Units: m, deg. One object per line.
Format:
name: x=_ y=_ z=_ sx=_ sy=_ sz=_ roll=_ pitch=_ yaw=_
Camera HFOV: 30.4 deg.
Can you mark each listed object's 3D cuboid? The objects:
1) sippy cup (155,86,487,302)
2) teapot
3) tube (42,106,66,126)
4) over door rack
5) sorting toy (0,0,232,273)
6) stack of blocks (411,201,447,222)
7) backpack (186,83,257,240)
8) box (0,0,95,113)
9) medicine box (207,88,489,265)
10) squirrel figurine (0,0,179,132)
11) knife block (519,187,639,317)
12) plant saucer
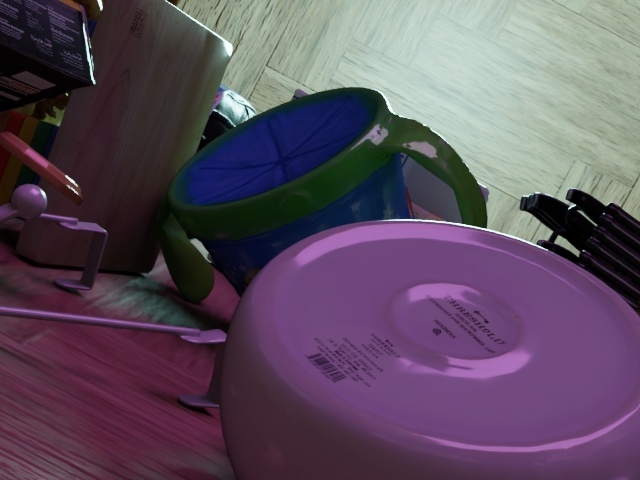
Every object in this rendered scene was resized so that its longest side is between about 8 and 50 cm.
sippy cup: x=0.000 y=0.000 z=1.162 sx=0.305 sy=0.240 sz=0.224 roll=19 pitch=-40 yaw=58
teapot: x=0.062 y=0.120 z=0.642 sx=0.252 sy=0.187 sz=0.256 roll=10 pitch=30 yaw=5
tube: x=-0.352 y=-0.192 z=1.567 sx=0.070 sy=0.240 sz=0.062 roll=49 pitch=25 yaw=-11
over door rack: x=-0.226 y=-0.013 z=0.819 sx=0.324 sy=0.108 sz=0.239 roll=25 pitch=6 yaw=-42
sorting toy: x=-0.206 y=-0.107 z=1.136 sx=0.089 sy=0.257 sz=0.255 roll=21 pitch=2 yaw=15
stack of blocks: x=0.204 y=0.079 z=1.306 sx=0.171 sy=0.087 sz=0.297 roll=36 pitch=1 yaw=-35
backpack: x=-0.198 y=-0.118 z=1.519 sx=0.191 sy=0.225 sz=0.253 roll=27 pitch=2 yaw=2
box: x=-0.357 y=-0.148 z=0.842 sx=0.257 sy=0.079 sz=0.322 roll=-15 pitch=-12 yaw=19
medicine box: x=0.027 y=-0.020 z=1.525 sx=0.149 sy=0.263 sz=0.289 roll=26 pitch=5 yaw=-38
squirrel figurine: x=-0.334 y=-0.209 z=1.284 sx=0.281 sy=0.370 sz=0.397 roll=27 pitch=-25 yaw=-8
knife block: x=0.323 y=0.052 z=1.225 sx=0.242 sy=0.088 sz=0.275 roll=26 pitch=-10 yaw=36
plant saucer: x=-0.212 y=-0.056 z=0.887 sx=0.083 sy=0.013 sz=0.083 roll=37 pitch=-7 yaw=5
